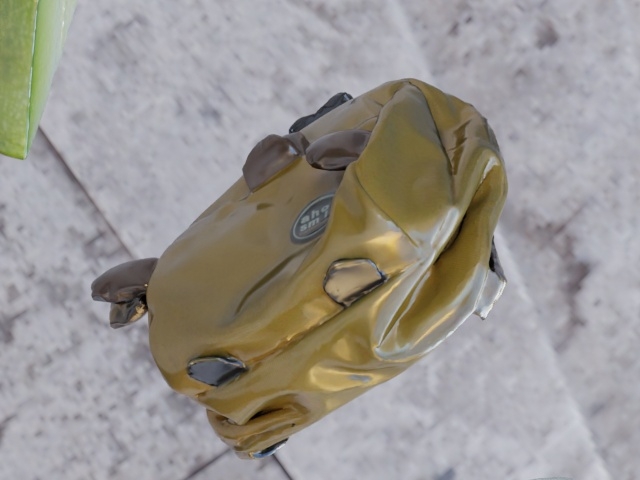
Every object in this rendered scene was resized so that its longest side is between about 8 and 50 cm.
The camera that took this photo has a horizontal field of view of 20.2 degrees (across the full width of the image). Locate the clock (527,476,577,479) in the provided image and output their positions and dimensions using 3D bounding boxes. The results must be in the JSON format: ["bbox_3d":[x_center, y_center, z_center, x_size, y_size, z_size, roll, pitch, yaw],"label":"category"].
[{"bbox_3d":[0.114,0.188,0.832,0.231,0.103,0.144,-2,133,-17],"label":"clock"}]

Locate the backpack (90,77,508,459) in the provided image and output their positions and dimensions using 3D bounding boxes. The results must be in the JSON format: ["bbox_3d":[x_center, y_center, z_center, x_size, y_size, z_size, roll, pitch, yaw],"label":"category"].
[{"bbox_3d":[0.002,0.006,1.548,0.353,0.378,0.201,-32,109,19],"label":"backpack"}]

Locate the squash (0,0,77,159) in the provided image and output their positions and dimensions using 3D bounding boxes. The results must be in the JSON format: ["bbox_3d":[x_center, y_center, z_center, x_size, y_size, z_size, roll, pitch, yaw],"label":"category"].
[{"bbox_3d":[-0.212,-0.223,1.292,0.111,0.203,0.289,11,106,8],"label":"squash"}]
